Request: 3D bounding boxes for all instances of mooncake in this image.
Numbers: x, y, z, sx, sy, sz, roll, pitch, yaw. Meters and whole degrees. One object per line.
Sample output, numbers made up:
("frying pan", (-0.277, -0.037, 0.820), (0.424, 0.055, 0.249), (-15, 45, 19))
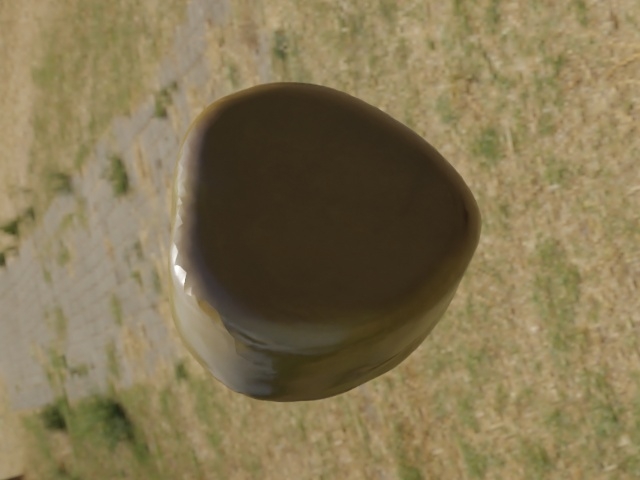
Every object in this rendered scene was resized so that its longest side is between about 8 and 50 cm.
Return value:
("mooncake", (0.000, 0.000, 0.837), (0.117, 0.234, 0.235), (103, 145, -54))
